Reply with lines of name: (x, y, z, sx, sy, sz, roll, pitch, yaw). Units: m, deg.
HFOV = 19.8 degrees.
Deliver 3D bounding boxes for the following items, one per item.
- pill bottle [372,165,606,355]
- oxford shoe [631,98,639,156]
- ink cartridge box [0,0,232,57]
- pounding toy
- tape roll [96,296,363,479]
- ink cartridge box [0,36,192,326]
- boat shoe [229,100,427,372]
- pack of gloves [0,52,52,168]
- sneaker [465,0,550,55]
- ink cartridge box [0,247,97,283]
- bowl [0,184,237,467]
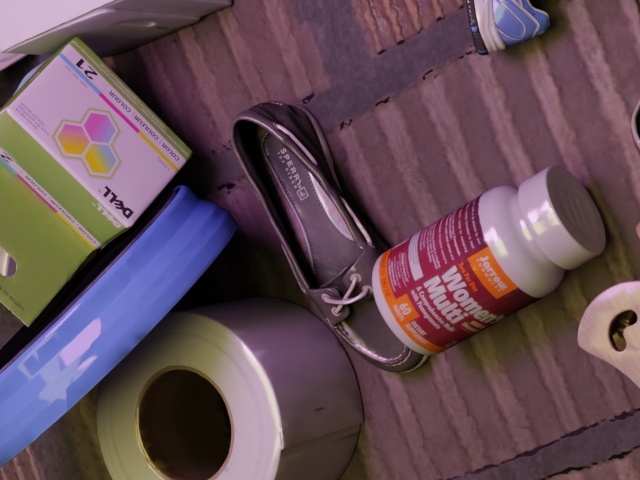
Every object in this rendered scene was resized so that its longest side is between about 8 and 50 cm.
pill bottle: (0.169, 0.019, 1.851, 0.221, 0.121, 0.121, -32, 77, 30)
oxford shoe: (0.442, -0.211, 1.660, 0.169, 0.130, 0.449, 47, 114, 22)
ink cartridge box: (-0.257, -0.361, 2.044, 0.197, 0.198, 0.270, -18, 84, 31)
pounding toy: (0.324, 0.108, 1.739, 0.154, 0.155, 0.270, -21, 83, 27)
tape roll: (-0.101, 0.190, 2.004, 0.246, 0.169, 0.246, 3, 96, 32)
ink cartridge box: (-0.289, -0.063, 1.986, 0.189, 0.255, 0.097, 45, 145, -12)
boat shoe: (0.000, 0.000, 1.970, 0.112, 0.095, 0.335, -36, 75, 29)
pack of gloves: (-0.380, -0.182, 2.125, 0.195, 0.232, 0.046, 12, 133, 28)
sneaker: (0.180, -0.295, 1.859, 0.081, 0.080, 0.211, -9, 86, 7)
ink cartridge box: (-0.396, -0.044, 2.172, 0.232, 0.168, 0.171, 15, 101, 30)
bowl: (-0.253, 0.089, 1.967, 0.077, 0.391, 0.391, 46, 118, -8)
